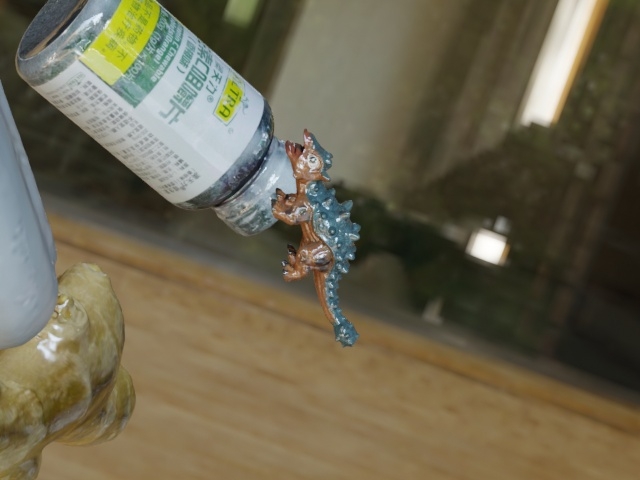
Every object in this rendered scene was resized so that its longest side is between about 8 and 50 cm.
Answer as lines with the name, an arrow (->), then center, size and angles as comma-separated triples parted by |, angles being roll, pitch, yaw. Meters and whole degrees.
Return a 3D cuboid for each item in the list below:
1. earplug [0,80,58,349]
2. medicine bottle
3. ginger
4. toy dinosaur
earplug -> -0.219, -0.040, 0.861 | 0.175, 0.214, 0.325 | -24, -6, 21
medicine bottle -> -0.146, -0.127, 1.907 | 0.293, 0.141, 0.141 | 41, -6, -26
ginger -> -0.191, 0.095, 1.233 | 0.081, 0.148, 0.334 | 33, 21, 14
toy dinosaur -> 0.000, 0.000, 1.306 | 0.055, 0.154, 0.049 | -12, 17, 6
